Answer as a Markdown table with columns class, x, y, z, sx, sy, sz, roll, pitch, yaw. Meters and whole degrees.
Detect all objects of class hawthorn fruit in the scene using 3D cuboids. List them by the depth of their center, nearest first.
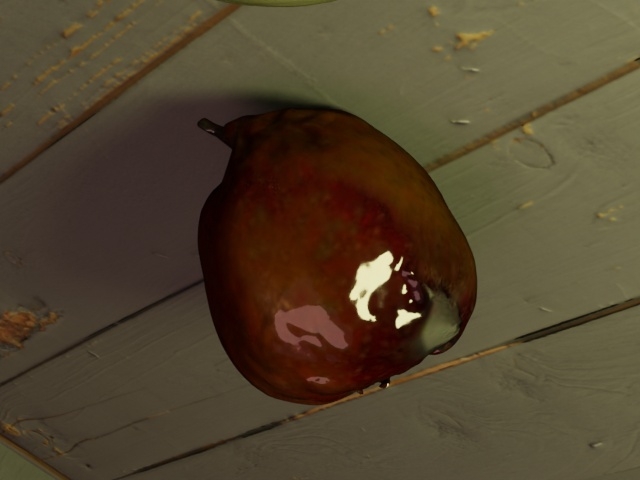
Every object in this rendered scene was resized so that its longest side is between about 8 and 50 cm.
| class | x | y | z | sx | sy | sz | roll | pitch | yaw |
| --- | --- | --- | --- | --- | --- | --- | --- | --- | --- |
| hawthorn fruit | 0.015 | 0.017 | 1.771 | 0.308 | 0.324 | 0.308 | -4 | 179 | 0 |

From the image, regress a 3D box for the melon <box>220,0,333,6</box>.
| class | x | y | z | sx | sy | sz | roll | pitch | yaw |
| --- | --- | --- | --- | --- | --- | --- | --- | --- | --- |
| melon | -0.009 | -0.315 | 1.283 | 0.272 | 0.308 | 0.271 | 40 | 139 | 47 |
